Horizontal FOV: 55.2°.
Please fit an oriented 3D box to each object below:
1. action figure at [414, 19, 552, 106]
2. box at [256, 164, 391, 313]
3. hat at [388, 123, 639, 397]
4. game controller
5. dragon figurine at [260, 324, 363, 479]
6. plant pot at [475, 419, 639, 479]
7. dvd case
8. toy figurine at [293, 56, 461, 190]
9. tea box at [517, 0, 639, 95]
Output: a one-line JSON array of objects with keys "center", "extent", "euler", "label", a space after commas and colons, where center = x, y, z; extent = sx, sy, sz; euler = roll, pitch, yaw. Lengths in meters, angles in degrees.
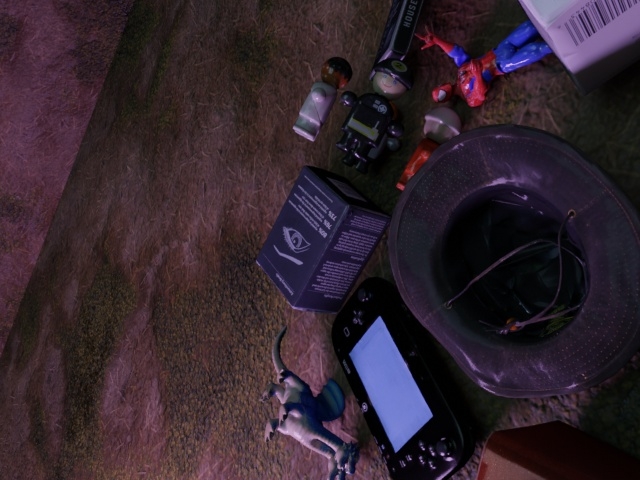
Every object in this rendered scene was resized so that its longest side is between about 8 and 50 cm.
[{"center": [0.248, -0.274, 0.845], "extent": [0.280, 0.139, 0.092], "euler": [-28, 59, 44], "label": "action figure"}, {"center": [0.000, 0.000, 1.066], "extent": [0.153, 0.108, 0.207], "euler": [47, 115, 44], "label": "box"}, {"center": [0.253, 0.018, 0.756], "extent": [0.331, 0.133, 0.332], "euler": [9, 104, 41], "label": "hat"}, {"center": [0.110, 0.212, 0.917], "extent": [0.166, 0.067, 0.319], "euler": [-50, 47, 27], "label": "game controller"}, {"center": [-0.018, 0.278, 1.027], "extent": [0.085, 0.144, 0.289], "euler": [-58, 25, 23], "label": "dragon figurine"}, {"center": [0.275, 0.341, 0.559], "extent": [0.235, 0.267, 0.268], "euler": [13, 86, 36], "label": "plant pot"}, {"center": [0.131, -0.360, 0.976], "extent": [0.239, 0.029, 0.180], "euler": [-131, 58, -84], "label": "dvd case"}, {"center": [0.085, -0.185, 0.946], "extent": [0.209, 0.213, 0.148], "euler": [32, 95, 50], "label": "toy figurine"}, {"center": [0.326, -0.403, 0.647], "extent": [0.329, 0.220, 0.324], "euler": [-35, 65, 25], "label": "tea box"}]
